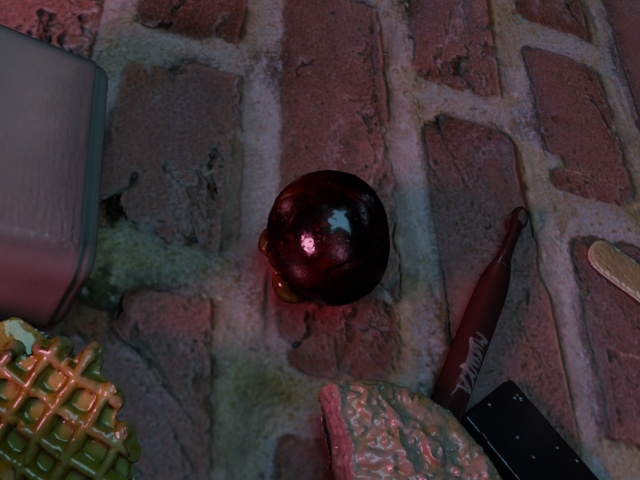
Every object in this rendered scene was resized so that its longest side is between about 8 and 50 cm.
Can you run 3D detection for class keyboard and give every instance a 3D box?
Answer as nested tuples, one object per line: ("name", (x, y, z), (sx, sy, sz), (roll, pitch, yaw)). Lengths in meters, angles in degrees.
("keyboard", (0.271, 0.286, 0.908), (0.101, 0.018, 0.310), (-27, 69, -39))

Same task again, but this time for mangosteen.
("mangosteen", (0.000, 0.000, 0.934), (0.152, 0.152, 0.152), (13, 50, -16))

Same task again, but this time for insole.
("insole", (0.458, 0.084, 1.157), (0.248, 0.011, 0.081), (39, 49, 8))

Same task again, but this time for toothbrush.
("toothbrush", (0.193, 0.074, 1.023), (0.041, 0.041, 0.364), (31, 48, 0))

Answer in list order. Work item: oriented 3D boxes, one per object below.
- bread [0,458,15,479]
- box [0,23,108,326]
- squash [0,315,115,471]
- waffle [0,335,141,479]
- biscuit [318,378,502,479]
("bread", (-0.336, 0.251, 0.476), (0.279, 0.207, 0.279), (13, 28, -11))
("box", (-0.308, -0.066, 0.822), (0.182, 0.175, 0.312), (14, 49, -25))
("squash", (-0.220, 0.161, 0.745), (0.200, 0.090, 0.075), (56, 20, 5))
("waffle", (-0.228, 0.168, 0.688), (0.169, 0.036, 0.183), (-9, 88, -4))
("biscuit", (0.104, 0.260, 0.810), (0.179, 0.084, 0.281), (1, 56, -30))
